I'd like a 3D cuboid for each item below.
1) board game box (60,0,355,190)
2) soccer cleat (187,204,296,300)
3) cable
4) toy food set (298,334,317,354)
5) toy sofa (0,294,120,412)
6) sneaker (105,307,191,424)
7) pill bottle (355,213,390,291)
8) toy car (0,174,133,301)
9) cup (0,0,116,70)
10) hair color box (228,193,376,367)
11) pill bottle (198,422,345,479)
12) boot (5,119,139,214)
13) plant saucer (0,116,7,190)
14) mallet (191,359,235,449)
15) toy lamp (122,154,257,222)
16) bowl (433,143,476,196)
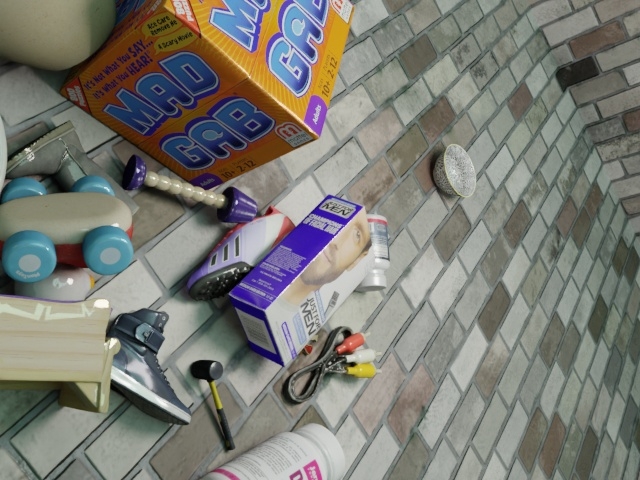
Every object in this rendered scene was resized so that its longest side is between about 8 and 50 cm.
[{"bbox_3d":[-0.205,-0.375,1.327,0.356,0.356,0.357,36,53,-33],"label":"board game box"},{"bbox_3d":[-0.172,0.024,1.439,0.116,0.109,0.318,49,46,11],"label":"soccer cleat"},{"bbox_3d":[0.028,0.276,1.571,0.287,0.072,0.140,-11,80,-47],"label":"cable"},{"bbox_3d":[-0.055,0.221,1.543,0.122,0.019,0.078,43,49,-38],"label":"toy food set"},{"bbox_3d":[-0.491,0.160,0.993,0.362,0.150,0.177,12,76,-44],"label":"toy sofa"},{"bbox_3d":[-0.295,0.220,1.237,0.226,0.086,0.163,44,52,-26],"label":"sneaker"},{"bbox_3d":[0.120,0.034,1.722,0.108,0.108,0.180,12,69,-44],"label":"pill bottle"},{"bbox_3d":[-0.413,0.046,1.109,0.210,0.219,0.238,-5,122,-24],"label":"toy car"},{"bbox_3d":[-0.475,-0.424,1.127,0.237,0.330,0.331,53,41,-51],"label":"cup"},{"bbox_3d":[-0.026,0.080,1.453,0.339,0.110,0.185,-48,141,-31],"label":"hair color box"},{"bbox_3d":[-0.090,0.468,1.315,0.283,0.160,0.161,-17,90,-48],"label":"pill bottle"},{"bbox_3d":[-0.440,-0.089,1.209,0.190,0.076,0.209,-47,118,-42],"label":"boot"},{"bbox_3d":[-0.661,-0.143,0.960,0.400,0.100,0.401,18,64,-43],"label":"plant saucer"},{"bbox_3d":[-0.193,0.319,1.329,0.039,0.062,0.190,-25,96,-47],"label":"mallet"},{"bbox_3d":[-0.253,-0.093,1.367,0.274,0.080,0.080,16,65,-31],"label":"toy lamp"},{"bbox_3d":[0.402,-0.206,2.119,0.170,0.080,0.170,17,66,-43],"label":"bowl"}]
